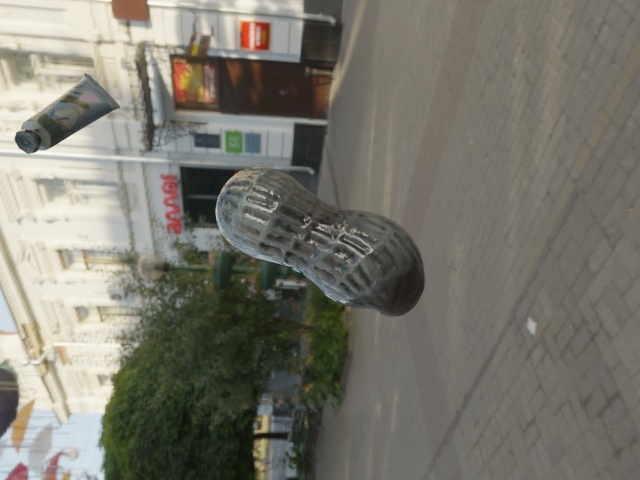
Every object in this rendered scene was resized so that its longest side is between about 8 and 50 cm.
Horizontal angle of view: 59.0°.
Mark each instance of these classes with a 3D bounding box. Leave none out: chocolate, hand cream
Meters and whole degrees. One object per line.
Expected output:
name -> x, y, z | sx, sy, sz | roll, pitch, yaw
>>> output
chocolate -> 0.000, 0.000, 0.417 | 0.072, 0.166, 0.072 | -62, -8, -16
hand cream -> -0.452, -0.227, 1.014 | 0.055, 0.088, 0.256 | -38, 18, 30
